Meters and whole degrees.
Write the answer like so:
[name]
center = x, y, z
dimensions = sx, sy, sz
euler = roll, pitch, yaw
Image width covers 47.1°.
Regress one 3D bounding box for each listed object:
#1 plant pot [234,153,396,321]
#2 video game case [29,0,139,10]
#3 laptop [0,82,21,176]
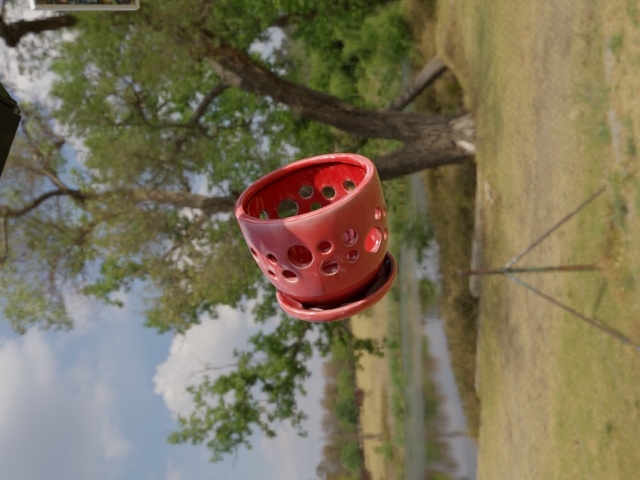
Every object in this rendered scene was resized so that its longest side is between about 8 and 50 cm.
[plant pot]
center = 0.000, 0.000, 0.972
dimensions = 0.191, 0.191, 0.174
euler = -88, -16, -61
[video game case]
center = -0.413, -0.483, 1.255
dimensions = 0.022, 0.190, 0.173
euler = 4, 105, 51
[laptop]
center = -0.533, -0.196, 0.961
dimensions = 0.264, 0.136, 0.234
euler = 46, -177, 31
